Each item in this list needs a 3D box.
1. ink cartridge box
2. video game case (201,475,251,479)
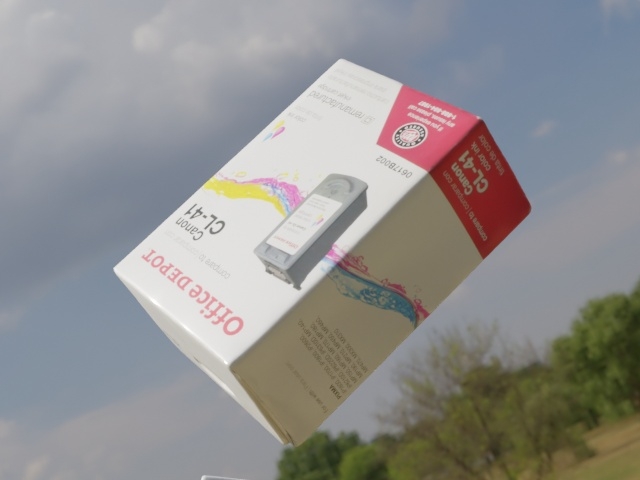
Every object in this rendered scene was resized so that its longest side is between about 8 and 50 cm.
[{"bbox_3d":[0.000,0.000,1.161,0.306,0.226,0.131,-43,-50,-13],"label":"ink cartridge box"},{"bbox_3d":[-0.052,0.353,1.750,0.227,0.026,0.206,7,-16,-4],"label":"video game case"}]
